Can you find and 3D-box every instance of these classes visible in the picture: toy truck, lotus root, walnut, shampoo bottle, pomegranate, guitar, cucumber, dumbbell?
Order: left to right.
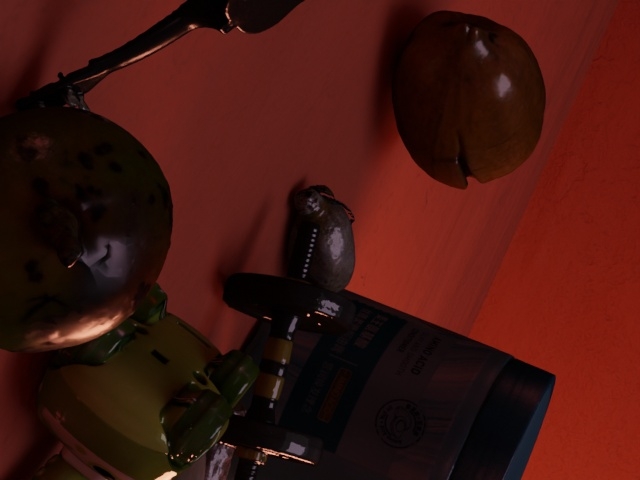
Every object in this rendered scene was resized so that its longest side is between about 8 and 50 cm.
[{"bbox_3d":[-0.163,0.001,0.748,0.220,0.156,0.156,64,50,-74],"label":"pomegranate"},{"bbox_3d":[-0.159,0.142,0.971,0.210,0.148,0.187,-54,177,33],"label":"toy truck"},{"bbox_3d":[-0.080,-0.141,0.745,0.271,0.038,0.084,-31,159,9],"label":"guitar"},{"bbox_3d":[-0.123,0.224,1.303,0.064,0.064,0.112,38,72,-73],"label":"cucumber"},{"bbox_3d":[-0.050,0.135,1.227,0.143,0.143,0.325,54,49,-71],"label":"dumbbell"},{"bbox_3d":[0.003,-0.001,1.388,0.088,0.088,0.165,-53,148,-42],"label":"lotus root"},{"bbox_3d":[0.075,0.255,1.468,0.331,0.342,0.331,-56,159,-34],"label":"shampoo bottle"},{"bbox_3d":[0.192,-0.196,1.522,0.209,0.209,0.336,-63,164,-17],"label":"walnut"}]

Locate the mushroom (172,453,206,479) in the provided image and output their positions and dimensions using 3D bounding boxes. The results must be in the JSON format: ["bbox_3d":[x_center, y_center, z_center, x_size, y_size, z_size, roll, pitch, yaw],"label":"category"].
[{"bbox_3d":[-0.172,0.243,1.077,0.270,0.118,0.103,-50,154,-43],"label":"mushroom"}]
